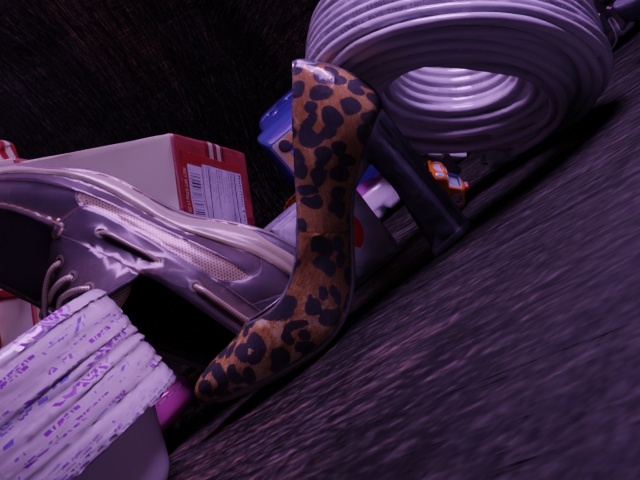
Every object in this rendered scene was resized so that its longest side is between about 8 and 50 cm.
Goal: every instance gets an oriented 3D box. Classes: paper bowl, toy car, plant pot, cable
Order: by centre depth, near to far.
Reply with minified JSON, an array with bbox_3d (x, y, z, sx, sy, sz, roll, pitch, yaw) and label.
[{"bbox_3d":[-0.223,0.175,0.671,0.284,0.148,0.284,-39,4,3],"label":"paper bowl"},{"bbox_3d":[0.115,-0.150,0.807,0.257,0.089,0.257,13,-21,-32],"label":"cable"},{"bbox_3d":[0.117,-0.055,0.907,0.041,0.060,0.122,-7,15,4],"label":"toy car"},{"bbox_3d":[0.048,-0.154,1.467,0.236,0.236,0.212,-38,10,16],"label":"plant pot"}]

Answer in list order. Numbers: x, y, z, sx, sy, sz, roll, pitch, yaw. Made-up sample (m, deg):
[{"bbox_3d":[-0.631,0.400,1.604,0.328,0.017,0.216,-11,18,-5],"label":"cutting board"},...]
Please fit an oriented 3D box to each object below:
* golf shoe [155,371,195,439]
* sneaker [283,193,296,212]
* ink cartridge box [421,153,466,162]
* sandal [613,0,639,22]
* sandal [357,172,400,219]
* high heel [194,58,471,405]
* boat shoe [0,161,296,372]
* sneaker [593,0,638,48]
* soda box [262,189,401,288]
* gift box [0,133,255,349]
[{"bbox_3d":[-0.237,0.175,0.906,0.306,0.140,0.115,-34,5,40],"label":"golf shoe"},{"bbox_3d":[0.053,-0.087,1.734,0.262,0.099,0.121,-28,1,31],"label":"sneaker"},{"bbox_3d":[0.132,-0.137,1.277,0.180,0.060,0.104,3,-2,-8],"label":"ink cartridge box"},{"bbox_3d":[0.389,-0.261,0.855,0.255,0.054,0.097,-29,11,3],"label":"sandal"},{"bbox_3d":[-0.058,0.016,1.338,0.416,0.102,0.169,-39,3,3],"label":"sandal"},{"bbox_3d":[-0.037,-0.006,0.743,0.261,0.186,0.093,-39,7,1],"label":"high heel"},{"bbox_3d":[-0.183,0.030,0.831,0.130,0.356,0.132,-74,-5,-52],"label":"boat shoe"},{"bbox_3d":[0.373,-0.314,1.166,0.281,0.106,0.162,-39,1,8],"label":"sneaker"},{"bbox_3d":[0.000,0.000,1.026,0.091,0.098,0.286,-39,3,-5],"label":"soda box"},{"bbox_3d":[-0.231,0.007,1.042,0.258,0.255,0.276,-9,-8,16],"label":"gift box"}]
